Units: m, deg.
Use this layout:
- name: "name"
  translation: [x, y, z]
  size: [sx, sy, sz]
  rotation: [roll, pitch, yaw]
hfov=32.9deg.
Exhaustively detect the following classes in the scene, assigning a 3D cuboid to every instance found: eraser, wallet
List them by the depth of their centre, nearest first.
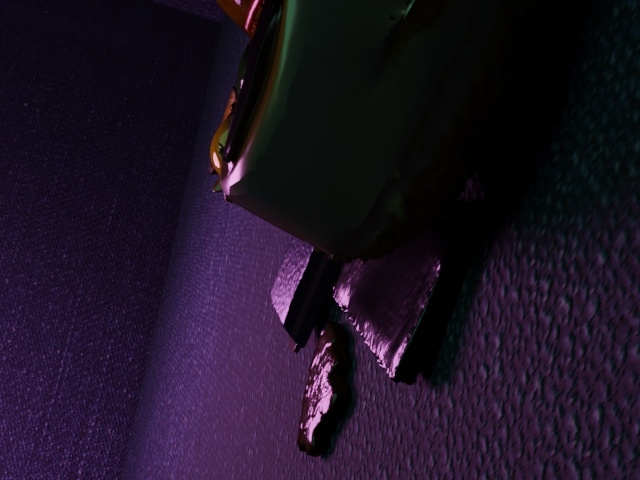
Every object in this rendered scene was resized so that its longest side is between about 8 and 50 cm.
- name: "wallet"
  translation: [0.058, 0.019, 0.836]
  size: [0.244, 0.025, 0.124]
  rotation: [-130, 57, -76]
- name: "eraser"
  translation: [0.003, -0.007, 1.071]
  size: [0.082, 0.036, 0.225]
  rotation: [-117, 47, -65]

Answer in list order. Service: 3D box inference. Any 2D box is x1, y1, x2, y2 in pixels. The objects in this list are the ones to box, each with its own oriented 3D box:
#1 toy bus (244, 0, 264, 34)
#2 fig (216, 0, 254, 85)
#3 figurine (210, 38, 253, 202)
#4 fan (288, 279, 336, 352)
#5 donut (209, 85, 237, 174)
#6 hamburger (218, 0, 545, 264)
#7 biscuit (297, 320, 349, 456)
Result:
- name: "toy bus"
  translation: [0.010, -0.393, 1.296]
  size: [0.143, 0.153, 0.329]
  rotation: [134, 150, -69]
- name: "fig"
  translation: [-0.089, -0.382, 1.719]
  size: [0.290, 0.190, 0.191]
  rotation: [105, 176, -67]
- name: "figurine"
  translation: [-0.079, -0.176, 1.534]
  size: [0.185, 0.127, 0.234]
  rotation: [-69, -10, -51]
- name: "fan"
  translation: [0.000, 0.000, 1.172]
  size: [0.152, 0.008, 0.227]
  rotation: [124, 158, -56]
- name: "donut"
  translation: [-0.126, -0.171, 1.798]
  size: [0.217, 0.085, 0.141]
  rotation: [-96, 24, -63]
- name: "hamburger"
  translation: [0.043, -0.125, 0.732]
  size: [0.276, 0.179, 0.294]
  rotation: [-85, 14, -56]
- name: "biscuit"
  translation: [0.001, 0.130, 0.969]
  size: [0.119, 0.019, 0.130]
  rotation: [122, 161, -53]
